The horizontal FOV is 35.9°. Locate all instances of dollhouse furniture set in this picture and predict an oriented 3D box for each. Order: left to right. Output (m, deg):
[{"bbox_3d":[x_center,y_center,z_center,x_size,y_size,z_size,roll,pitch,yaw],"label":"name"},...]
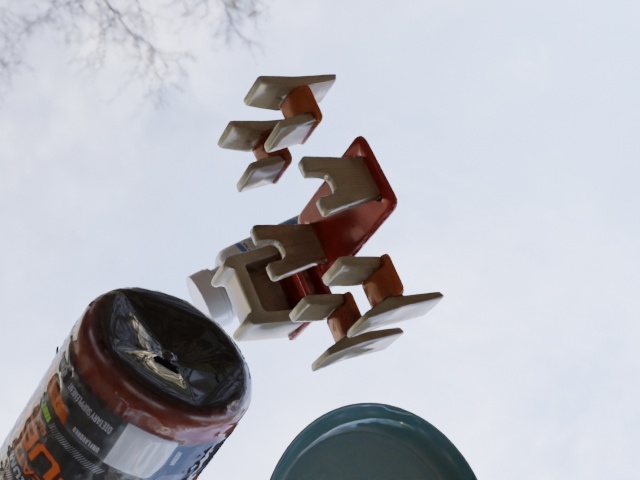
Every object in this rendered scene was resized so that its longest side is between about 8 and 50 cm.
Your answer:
[{"bbox_3d":[0.000,0.000,1.001,0.259,0.135,0.262,-50,-123,49],"label":"dollhouse furniture set"}]

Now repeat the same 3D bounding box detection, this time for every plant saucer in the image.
[{"bbox_3d":[0.063,0.342,1.100,0.043,0.317,0.318,-31,-144,52],"label":"plant saucer"}]

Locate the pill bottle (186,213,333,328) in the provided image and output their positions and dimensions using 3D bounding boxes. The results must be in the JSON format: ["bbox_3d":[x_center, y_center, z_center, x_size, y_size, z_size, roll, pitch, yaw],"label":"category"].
[{"bbox_3d":[-0.080,0.050,1.464,0.221,0.124,0.124,-25,-136,-18],"label":"pill bottle"}]

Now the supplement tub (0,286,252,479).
[{"bbox_3d":[-0.128,0.129,0.565,0.198,0.106,0.106,-55,-138,24],"label":"supplement tub"}]
